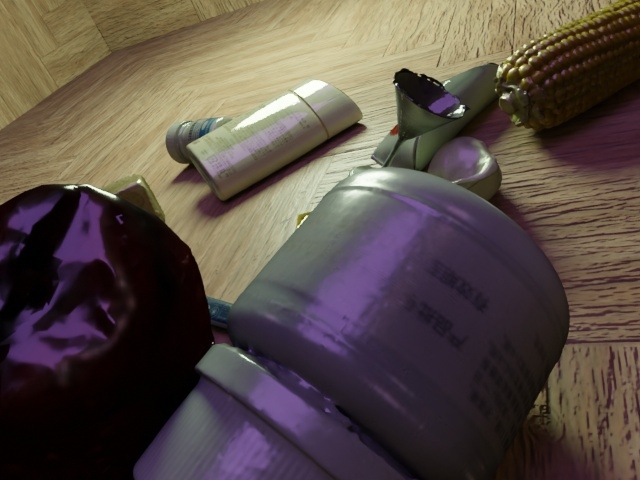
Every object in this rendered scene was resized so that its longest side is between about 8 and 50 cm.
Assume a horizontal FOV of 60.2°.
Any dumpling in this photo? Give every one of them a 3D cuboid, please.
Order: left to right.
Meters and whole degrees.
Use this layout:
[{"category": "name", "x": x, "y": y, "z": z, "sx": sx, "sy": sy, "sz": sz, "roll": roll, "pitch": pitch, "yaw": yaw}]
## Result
[{"category": "dumpling", "x": 0.184, "y": -0.084, "z": 0.785, "sx": 0.134, "sy": 0.100, "sz": 0.169, "roll": -31, "pitch": 29, "yaw": 11}]

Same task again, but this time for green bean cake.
[{"category": "green bean cake", "x": -0.415, "y": -0.048, "z": 1.110, "sx": 0.179, "sy": 0.109, "sz": 0.085, "roll": -29, "pitch": 32, "yaw": -7}]

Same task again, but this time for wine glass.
[{"category": "wine glass", "x": 0.122, "y": -0.146, "z": 0.829, "sx": 0.122, "sy": 0.183, "sz": 0.122, "roll": 16, "pitch": 39, "yaw": -14}]

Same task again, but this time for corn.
[{"category": "corn", "x": 0.445, "y": -0.297, "z": 0.884, "sx": 0.387, "sy": 0.144, "sz": 0.144, "roll": -30, "pitch": 33, "yaw": -14}]

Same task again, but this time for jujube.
[{"category": "jujube", "x": -0.228, "y": 0.124, "z": 0.522, "sx": 0.258, "sy": 0.377, "sz": 0.259, "roll": 6, "pitch": 42, "yaw": -6}]

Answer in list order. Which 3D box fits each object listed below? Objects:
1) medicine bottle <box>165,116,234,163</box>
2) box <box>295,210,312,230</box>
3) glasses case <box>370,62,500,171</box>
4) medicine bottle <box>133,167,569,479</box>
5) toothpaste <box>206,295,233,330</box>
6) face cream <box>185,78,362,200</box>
[{"category": "medicine bottle", "x": -0.267, "y": -0.230, "z": 1.280, "sx": 0.168, "sy": 0.105, "sz": 0.105, "roll": 3, "pitch": 41, "yaw": 37}, {"category": "box", "x": 0.000, "y": 0.000, "z": 0.850, "sx": 0.088, "sy": 0.022, "sz": 0.156, "roll": -14, "pitch": 34, "yaw": 17}, {"category": "glasses case", "x": 0.213, "y": -0.232, "z": 0.988, "sx": 0.128, "sy": 0.083, "sz": 0.308, "roll": 16, "pitch": 50, "yaw": 45}, {"category": "medicine bottle", "x": 0.029, "y": 0.120, "z": 0.453, "sx": 0.245, "sy": 0.245, "sz": 0.306, "roll": 17, "pitch": 59, "yaw": 46}, {"category": "toothpaste", "x": -0.145, "y": 0.104, "z": 0.786, "sx": 0.197, "sy": 0.035, "sz": 0.057, "roll": 7, "pitch": 37, "yaw": 43}, {"category": "face cream", "x": -0.098, "y": -0.226, "z": 1.163, "sx": 0.348, "sy": 0.081, "sz": 0.173, "roll": -33, "pitch": 57, "yaw": -13}]
